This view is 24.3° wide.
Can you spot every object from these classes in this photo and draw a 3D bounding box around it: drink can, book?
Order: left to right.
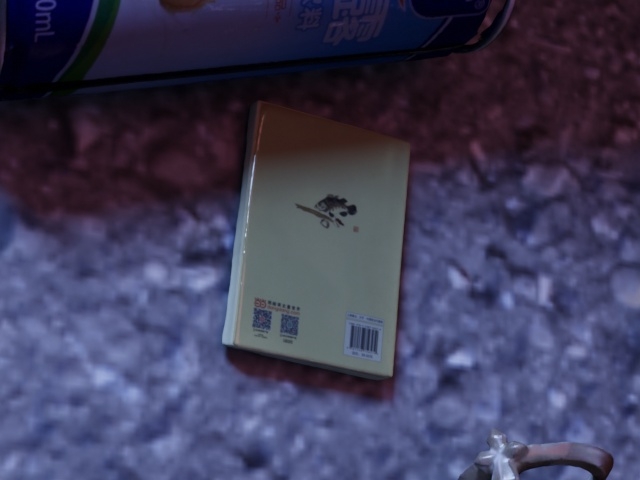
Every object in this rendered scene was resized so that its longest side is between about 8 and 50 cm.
[{"bbox_3d":[-0.038,-0.113,0.611,0.235,0.097,0.097,-9,80,-28],"label":"drink can"},{"bbox_3d":[0.000,0.000,0.642,0.077,0.014,0.111,14,70,-24],"label":"book"}]

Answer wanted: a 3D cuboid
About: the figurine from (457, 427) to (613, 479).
[{"bbox_3d":[0.095,0.157,0.599,0.132,0.132,0.154,9,59,-25],"label":"figurine"}]
